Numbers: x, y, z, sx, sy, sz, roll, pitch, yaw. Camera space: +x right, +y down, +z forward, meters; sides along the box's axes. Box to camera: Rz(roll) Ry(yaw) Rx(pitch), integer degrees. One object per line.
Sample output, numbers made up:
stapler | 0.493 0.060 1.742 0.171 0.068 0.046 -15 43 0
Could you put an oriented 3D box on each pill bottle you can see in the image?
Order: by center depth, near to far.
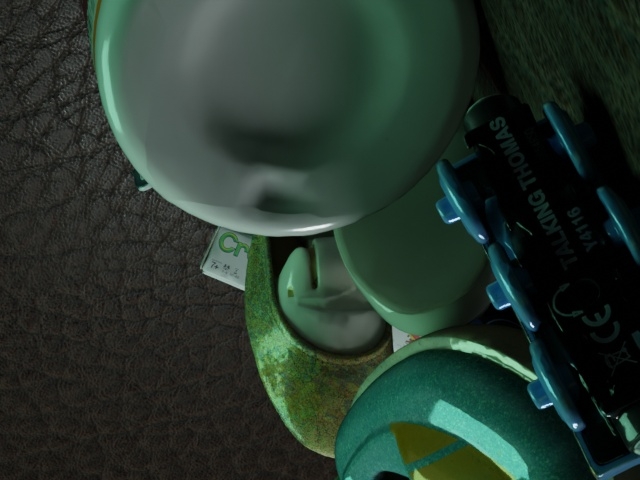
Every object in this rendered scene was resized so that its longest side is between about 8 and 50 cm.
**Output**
pill bottle | -0.048 -0.177 1.166 0.392 0.224 0.224 -112 0 -63

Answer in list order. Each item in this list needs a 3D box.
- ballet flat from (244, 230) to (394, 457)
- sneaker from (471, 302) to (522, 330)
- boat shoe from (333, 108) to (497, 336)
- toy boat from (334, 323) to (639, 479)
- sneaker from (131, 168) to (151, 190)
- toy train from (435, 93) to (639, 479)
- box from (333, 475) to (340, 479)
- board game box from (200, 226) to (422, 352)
ballet flat | 0.000 0.000 1.417 0.123 0.123 0.348 68 -166 -57
sneaker | 0.127 0.044 1.443 0.232 0.090 0.081 38 158 43
boat shoe | 0.080 -0.026 1.279 0.340 0.127 0.158 -101 -15 -47
toy boat | 0.126 0.206 1.089 0.318 0.148 0.267 57 149 6
sneaker | -0.081 -0.065 1.365 0.282 0.099 0.153 -100 30 -58
toy train | 0.115 0.020 0.780 0.184 0.080 0.105 65 -172 28
box | 0.095 0.288 1.954 0.058 0.322 0.232 40 166 30
board game box | 0.035 0.058 1.707 0.193 0.305 0.053 -118 50 -85
